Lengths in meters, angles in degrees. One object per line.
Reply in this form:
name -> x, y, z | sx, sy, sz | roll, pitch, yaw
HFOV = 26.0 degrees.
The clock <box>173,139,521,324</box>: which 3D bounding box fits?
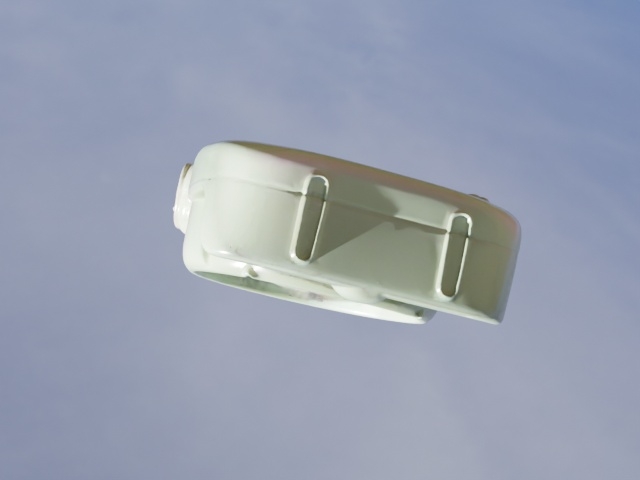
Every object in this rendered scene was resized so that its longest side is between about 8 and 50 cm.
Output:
clock -> 0.000, 0.000, 0.690 | 0.151, 0.062, 0.191 | 14, 174, -16
